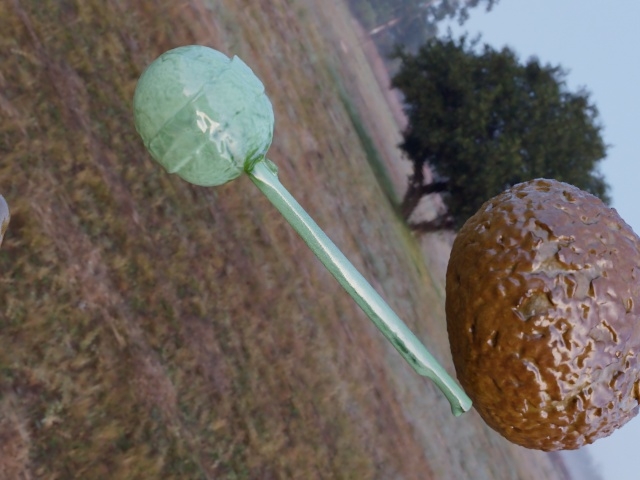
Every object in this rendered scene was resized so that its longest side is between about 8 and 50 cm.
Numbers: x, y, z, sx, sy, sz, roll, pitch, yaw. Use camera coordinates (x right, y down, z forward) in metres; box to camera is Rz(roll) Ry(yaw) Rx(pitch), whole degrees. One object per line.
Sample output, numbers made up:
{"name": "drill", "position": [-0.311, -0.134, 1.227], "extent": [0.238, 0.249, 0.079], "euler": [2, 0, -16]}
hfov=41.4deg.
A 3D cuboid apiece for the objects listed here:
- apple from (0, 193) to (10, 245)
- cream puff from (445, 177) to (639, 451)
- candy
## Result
{"name": "apple", "position": [-0.464, -0.012, 1.066], "extent": [0.146, 0.131, 0.146], "euler": [-171, -90, -80]}
{"name": "cream puff", "position": [0.259, 0.078, 0.891], "extent": [0.303, 0.212, 0.303], "euler": [8, 81, -59]}
{"name": "candy", "position": [0.000, 0.000, 0.787], "extent": [0.440, 0.119, 0.119], "euler": [47, 7, -10]}
